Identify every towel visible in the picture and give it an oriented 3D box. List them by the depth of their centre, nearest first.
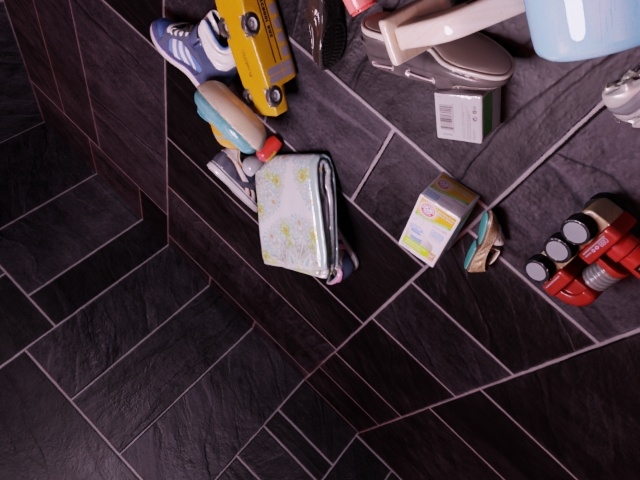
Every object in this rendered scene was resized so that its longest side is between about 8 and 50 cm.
[{"bbox_3d":[-0.085,-0.084,1.492,0.320,0.090,0.375,8,105,44],"label":"towel"}]

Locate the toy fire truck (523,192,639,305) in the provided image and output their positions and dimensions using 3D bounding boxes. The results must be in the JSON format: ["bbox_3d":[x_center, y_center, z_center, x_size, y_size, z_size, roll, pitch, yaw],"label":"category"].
[{"bbox_3d":[0.574,0.054,0.920,0.246,0.158,0.217,47,150,21],"label":"toy fire truck"}]

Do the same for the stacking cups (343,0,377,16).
[{"bbox_3d":[0.016,-0.595,0.899,0.096,0.096,0.316,-8,119,54],"label":"stacking cups"}]

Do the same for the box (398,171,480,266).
[{"bbox_3d":[0.290,-0.049,1.169,0.114,0.103,0.203,37,147,17],"label":"box"}]

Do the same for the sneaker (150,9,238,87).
[{"bbox_3d":[-0.349,-0.591,1.351,0.323,0.130,0.236,49,141,5],"label":"sneaker"}]

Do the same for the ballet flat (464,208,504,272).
[{"bbox_3d":[0.406,0.005,1.140,0.067,0.073,0.206,10,142,7],"label":"ballet flat"}]

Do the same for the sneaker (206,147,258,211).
[{"bbox_3d":[-0.267,-0.215,1.672,0.126,0.127,0.321,38,173,27],"label":"sneaker"}]

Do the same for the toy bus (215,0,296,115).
[{"bbox_3d":[-0.157,-0.494,1.199,0.108,0.130,0.333,16,137,40],"label":"toy bus"}]

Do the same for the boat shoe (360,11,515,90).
[{"bbox_3d":[0.221,-0.356,0.923,0.335,0.112,0.096,35,159,29],"label":"boat shoe"}]

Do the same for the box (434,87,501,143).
[{"bbox_3d":[0.295,-0.263,0.941,0.101,0.087,0.101,19,139,37],"label":"box"}]

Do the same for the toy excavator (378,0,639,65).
[{"bbox_3d":[0.302,-0.341,0.628,0.444,0.433,0.223,-18,118,14],"label":"toy excavator"}]

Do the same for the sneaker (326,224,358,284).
[{"bbox_3d":[0.000,0.000,1.553,0.319,0.131,0.112,55,149,-8],"label":"sneaker"}]

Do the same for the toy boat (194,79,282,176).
[{"bbox_3d":[-0.233,-0.302,1.367,0.267,0.148,0.318,48,-175,31],"label":"toy boat"}]

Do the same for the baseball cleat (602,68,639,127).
[{"bbox_3d":[0.544,-0.233,0.704,0.109,0.072,0.205,44,156,-21],"label":"baseball cleat"}]

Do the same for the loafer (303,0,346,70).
[{"bbox_3d":[0.006,-0.498,1.059,0.078,0.080,0.220,38,144,34],"label":"loafer"}]
